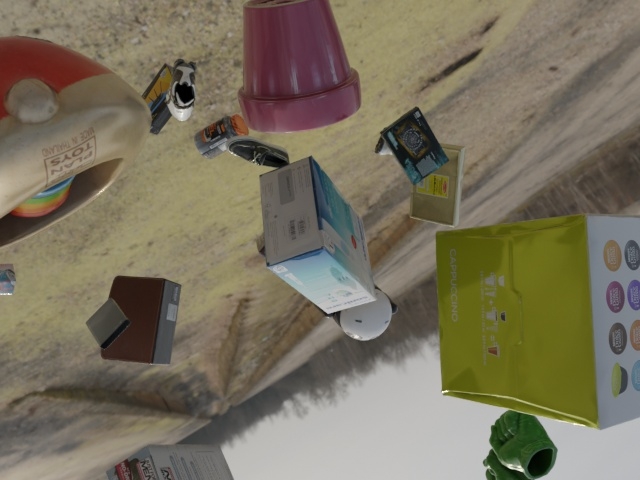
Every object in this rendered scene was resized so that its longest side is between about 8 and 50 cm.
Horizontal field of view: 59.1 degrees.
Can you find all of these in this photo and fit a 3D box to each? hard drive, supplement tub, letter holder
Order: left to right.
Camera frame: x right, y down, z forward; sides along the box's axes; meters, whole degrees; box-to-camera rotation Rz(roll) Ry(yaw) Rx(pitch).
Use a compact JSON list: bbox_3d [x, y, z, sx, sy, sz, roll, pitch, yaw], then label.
[{"bbox_3d":[-0.558,0.217,1.481,0.094,0.135,0.022,-47,132,-11],"label":"hard drive"},{"bbox_3d":[-0.652,0.290,2.046,0.215,0.301,0.152,3,167,11],"label":"letter holder"},{"bbox_3d":[-0.375,-0.398,2.144,0.191,0.116,0.117,-25,173,20],"label":"supplement tub"}]

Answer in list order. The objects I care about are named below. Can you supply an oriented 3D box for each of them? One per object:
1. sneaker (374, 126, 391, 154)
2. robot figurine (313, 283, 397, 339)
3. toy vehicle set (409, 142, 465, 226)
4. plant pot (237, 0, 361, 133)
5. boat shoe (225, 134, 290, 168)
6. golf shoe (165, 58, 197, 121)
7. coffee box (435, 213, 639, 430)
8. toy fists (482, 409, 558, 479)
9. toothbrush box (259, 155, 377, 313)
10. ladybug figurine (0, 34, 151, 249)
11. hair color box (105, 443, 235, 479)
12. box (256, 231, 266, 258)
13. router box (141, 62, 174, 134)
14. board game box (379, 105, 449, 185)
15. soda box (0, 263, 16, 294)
[{"bbox_3d":[0.225,-0.301,1.743,0.085,0.086,0.237,-67,170,21],"label":"sneaker"},{"bbox_3d":[0.107,0.196,1.755,0.209,0.173,0.278,-37,-151,-6],"label":"robot figurine"},{"bbox_3d":[0.377,-0.185,1.841,0.035,0.166,0.266,-32,130,-47],"label":"toy vehicle set"},{"bbox_3d":[-0.041,-0.289,0.891,0.201,0.201,0.180,-26,125,-27],"label":"plant pot"},{"bbox_3d":[-0.202,-0.287,1.858,0.220,0.070,0.077,8,131,-23],"label":"boat shoe"},{"bbox_3d":[-0.360,-0.367,1.453,0.077,0.093,0.198,1,146,-14],"label":"golf shoe"},{"bbox_3d":[0.456,0.134,1.078,0.335,0.337,0.338,0,176,-33],"label":"coffee box"},{"bbox_3d":[0.438,0.498,1.277,0.096,0.142,0.279,-6,120,-9],"label":"toy fists"},{"bbox_3d":[0.000,0.000,1.185,0.126,0.216,0.295,-17,149,17],"label":"toothbrush box"},{"bbox_3d":[-0.370,-0.111,0.688,0.305,0.161,0.449,-37,-171,-33],"label":"ladybug figurine"},{"bbox_3d":[-0.316,0.583,1.301,0.114,0.185,0.374,-32,156,1],"label":"hair color box"},{"bbox_3d":[-0.102,-0.006,2.025,0.203,0.167,0.168,-51,-163,5],"label":"box"},{"bbox_3d":[-0.494,-0.437,1.747,0.179,0.133,0.046,-44,147,24],"label":"router box"},{"bbox_3d":[0.264,-0.262,1.580,0.126,0.186,0.026,-35,-156,3],"label":"board game box"},{"bbox_3d":[-0.868,0.099,1.407,0.183,0.063,0.058,-1,136,-38],"label":"soda box"}]
